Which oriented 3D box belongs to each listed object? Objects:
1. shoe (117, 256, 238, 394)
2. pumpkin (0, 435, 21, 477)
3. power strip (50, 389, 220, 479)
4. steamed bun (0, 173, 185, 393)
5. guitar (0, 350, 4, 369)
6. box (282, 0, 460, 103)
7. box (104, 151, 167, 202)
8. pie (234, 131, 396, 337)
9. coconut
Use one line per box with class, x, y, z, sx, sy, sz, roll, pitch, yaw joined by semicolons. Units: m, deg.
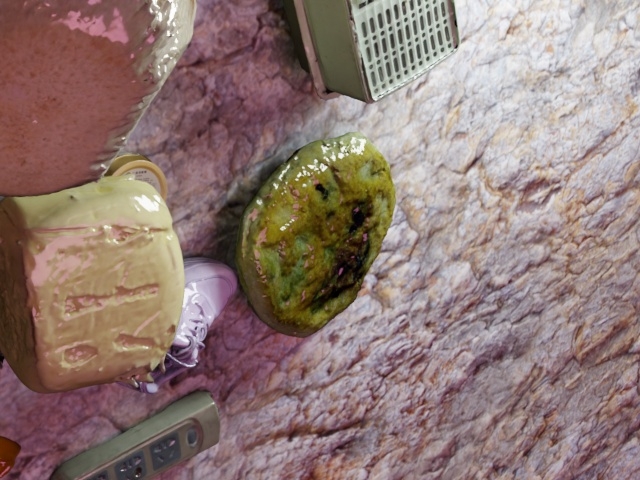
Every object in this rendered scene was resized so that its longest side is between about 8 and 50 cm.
shoe;-0.193;0.116;1.824;0.245;0.137;0.095;-34;134;-26
pumpkin;-0.536;0.330;1.643;0.290;0.095;0.258;24;90;-51
power strip;-0.258;0.301;1.923;0.286;0.048;0.080;-24;124;-31
steamed bun;-0.290;0.048;1.668;0.232;0.166;0.273;-19;120;-29
guitar;-0.488;0.149;1.636;0.271;0.038;0.084;0;112;-43
box;0.057;-0.340;1.805;0.220;0.166;0.290;-34;130;-26
box;-0.247;-0.060;1.757;0.105;0.037;0.105;-21;124;-35
pie;0.000;0.000;1.972;0.323;0.070;0.323;-25;125;-43
coconut;-0.297;-0.257;1.385;0.344;0.415;0.415;27;91;-36
